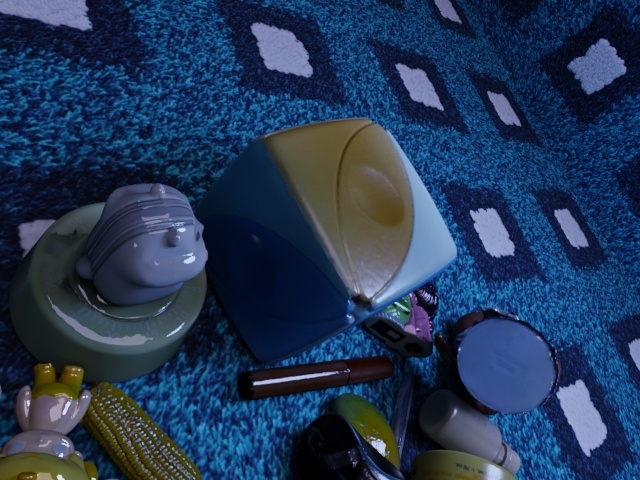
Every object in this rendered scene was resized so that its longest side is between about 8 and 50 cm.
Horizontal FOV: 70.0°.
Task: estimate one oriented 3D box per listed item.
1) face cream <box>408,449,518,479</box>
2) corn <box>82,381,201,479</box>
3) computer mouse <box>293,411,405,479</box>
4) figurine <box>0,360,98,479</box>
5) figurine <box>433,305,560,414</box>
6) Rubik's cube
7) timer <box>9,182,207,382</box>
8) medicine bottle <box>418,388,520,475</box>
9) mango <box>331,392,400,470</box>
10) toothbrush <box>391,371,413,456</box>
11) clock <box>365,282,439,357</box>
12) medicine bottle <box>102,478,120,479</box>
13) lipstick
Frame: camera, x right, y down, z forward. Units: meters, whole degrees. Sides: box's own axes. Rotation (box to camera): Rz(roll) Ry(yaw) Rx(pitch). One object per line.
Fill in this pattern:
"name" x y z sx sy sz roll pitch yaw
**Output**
"face cream" 0.262 0.531 0.854 0.218 0.218 0.179 39 45 -12
"corn" -0.270 0.306 0.679 0.231 0.080 0.080 49 45 -3
"computer mouse" 0.046 0.407 0.786 0.233 0.096 0.137 37 79 31
"figurine" -0.357 0.272 0.570 0.157 0.131 0.246 13 38 -18
"figurine" 0.412 0.281 1.063 0.277 0.388 0.248 33 78 25
"Rubik's cube" 0.000 0.000 0.895 0.348 0.351 0.351 -21 75 -44
"timer" -0.276 0.033 0.683 0.291 0.315 0.290 21 51 -28
"medicine bottle" 0.349 0.452 1.048 0.252 0.114 0.114 38 46 -12
"mango" 0.085 0.395 0.900 0.130 0.091 0.194 -18 66 -39
"toothbrush" 0.151 0.454 0.949 0.042 0.035 0.413 52 41 -29
"clock" 0.209 0.166 1.132 0.194 0.100 0.195 37 45 -12
"medicine bottle" -0.297 0.357 0.616 0.058 0.091 0.058 20 52 -28
"lipstick" 0.004 0.275 0.930 0.357 0.057 0.057 4 61 -36
